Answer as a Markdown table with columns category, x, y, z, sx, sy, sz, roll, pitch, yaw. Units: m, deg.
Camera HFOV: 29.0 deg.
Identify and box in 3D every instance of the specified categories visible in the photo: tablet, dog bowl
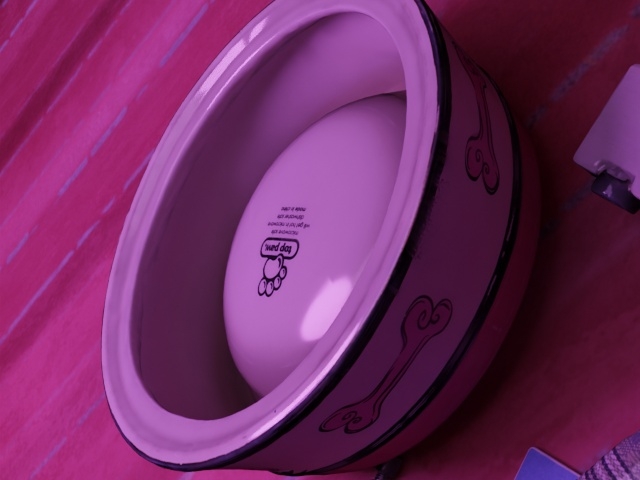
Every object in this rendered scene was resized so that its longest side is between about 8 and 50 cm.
| category | x | y | z | sx | sy | sz | roll | pitch | yaw |
| --- | --- | --- | --- | --- | --- | --- | --- | --- | --- |
| tablet | 0.143 | 0.187 | 0.840 | 0.054 | 0.006 | 0.083 | 28 | 92 | 53 |
| dog bowl | 0.000 | 0.000 | 0.971 | 0.408 | 0.150 | 0.408 | -33 | 44 | 38 |

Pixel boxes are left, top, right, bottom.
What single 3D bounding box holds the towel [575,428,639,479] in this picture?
| category | x | y | z | sx | sy | sz | roll | pitch | yaw |
| --- | --- | --- | --- | --- | --- | --- | --- | --- | --- |
| towel | 0.184 | 0.297 | 0.639 | 0.312 | 0.056 | 0.324 | -47 | 61 | 20 |

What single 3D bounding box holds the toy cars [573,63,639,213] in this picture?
| category | x | y | z | sx | sy | sz | roll | pitch | yaw |
| --- | --- | --- | --- | --- | --- | --- | --- | --- | --- |
| toy cars | 0.320 | -0.068 | 0.705 | 0.394 | 0.087 | 0.176 | -23 | 50 | 46 |

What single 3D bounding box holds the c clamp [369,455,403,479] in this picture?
| category | x | y | z | sx | sy | sz | roll | pitch | yaw |
| --- | --- | --- | --- | --- | --- | --- | --- | --- | --- |
| c clamp | 0.064 | 0.123 | 0.962 | 0.137 | 0.022 | 0.160 | 18 | 86 | 58 |
